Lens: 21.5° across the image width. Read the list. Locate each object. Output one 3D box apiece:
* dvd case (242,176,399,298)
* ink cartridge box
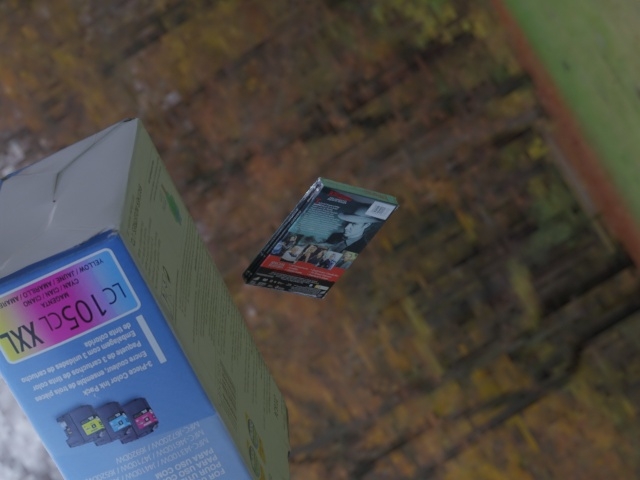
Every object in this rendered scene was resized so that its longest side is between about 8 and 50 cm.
[{"bbox_3d":[0.000,0.000,1.421,0.087,0.119,0.013,12,-141,-39],"label":"dvd case"},{"bbox_3d":[-0.141,0.129,1.467,0.270,0.151,0.395,-95,-21,-66],"label":"ink cartridge box"}]
